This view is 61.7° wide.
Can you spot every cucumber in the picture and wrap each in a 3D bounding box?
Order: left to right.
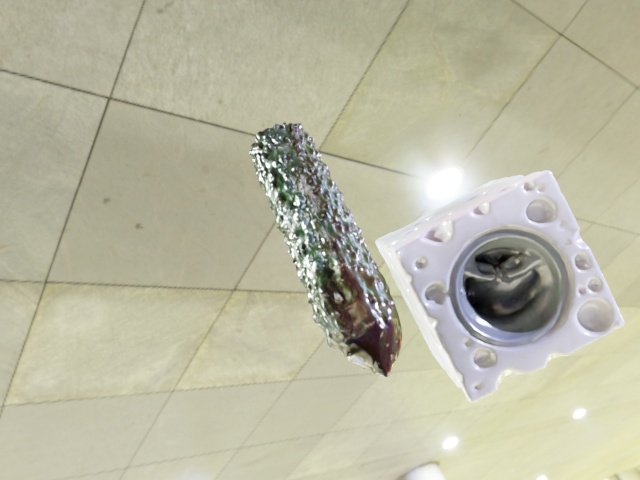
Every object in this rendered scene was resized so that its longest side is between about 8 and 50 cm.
[{"bbox_3d":[0.000,0.000,0.631,0.096,0.359,0.096,-13,140,-12],"label":"cucumber"}]

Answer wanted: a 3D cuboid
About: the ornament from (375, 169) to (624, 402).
[{"bbox_3d":[0.253,0.058,0.829,0.239,0.239,0.240,-27,-177,1],"label":"ornament"}]
